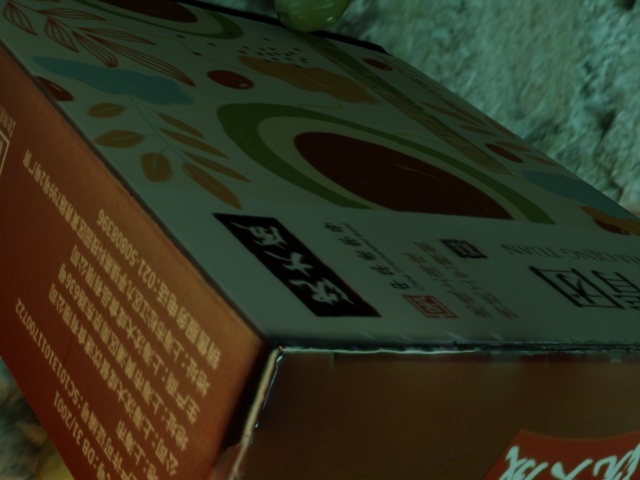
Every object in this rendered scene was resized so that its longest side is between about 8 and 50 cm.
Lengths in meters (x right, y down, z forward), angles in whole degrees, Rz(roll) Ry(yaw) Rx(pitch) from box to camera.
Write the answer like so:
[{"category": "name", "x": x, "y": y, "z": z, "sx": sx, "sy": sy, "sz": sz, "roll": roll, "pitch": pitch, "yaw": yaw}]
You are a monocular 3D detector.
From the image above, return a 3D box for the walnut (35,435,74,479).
[{"category": "walnut", "x": -0.045, "y": 0.187, "z": 0.817, "sx": 0.253, "sy": 0.282, "sz": 0.277, "roll": -46, "pitch": 147, "yaw": -64}]

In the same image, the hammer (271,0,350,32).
[{"category": "hammer", "x": 0.050, "y": -0.256, "z": 0.693, "sx": 0.202, "sy": 0.113, "sz": 0.305, "roll": 7, "pitch": 120, "yaw": -36}]

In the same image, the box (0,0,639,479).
[{"category": "box", "x": 0.000, "y": 0.000, "z": 0.624, "sx": 0.344, "sy": 0.385, "sz": 0.122, "roll": 5, "pitch": 116, "yaw": -39}]
